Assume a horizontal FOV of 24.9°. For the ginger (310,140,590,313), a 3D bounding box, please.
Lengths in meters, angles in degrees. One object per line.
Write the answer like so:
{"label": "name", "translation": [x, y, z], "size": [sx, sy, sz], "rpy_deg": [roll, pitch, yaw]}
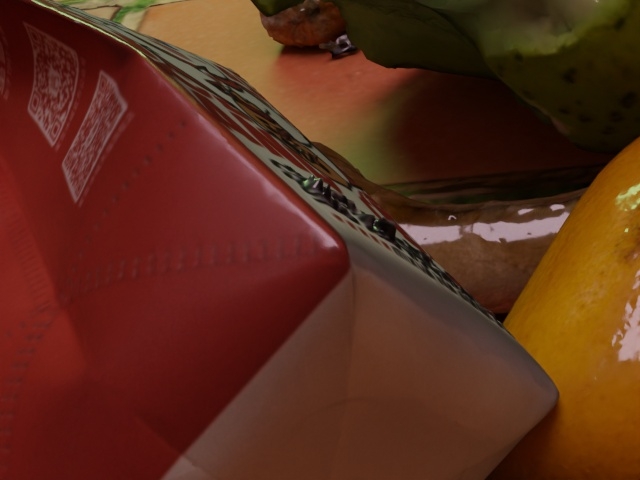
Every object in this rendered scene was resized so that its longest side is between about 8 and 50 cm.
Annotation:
{"label": "ginger", "translation": [0.000, 0.000, 0.653], "size": [0.334, 0.081, 0.148], "rpy_deg": [2, 34, 13]}

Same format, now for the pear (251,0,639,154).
{"label": "pear", "translation": [0.131, -0.134, 0.721], "size": [0.282, 0.176, 0.286], "rpy_deg": [29, 14, 30]}

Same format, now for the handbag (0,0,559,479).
{"label": "handbag", "translation": [-0.079, -0.009, 0.501], "size": [0.151, 0.171, 0.298], "rpy_deg": [-47, 55, 7]}

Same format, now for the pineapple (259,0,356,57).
{"label": "pineapple", "translation": [0.010, -0.230, 0.957], "size": [0.115, 0.236, 0.186], "rpy_deg": [6, -3, 21]}

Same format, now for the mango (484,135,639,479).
{"label": "mango", "translation": [0.146, 0.027, 0.531], "size": [0.219, 0.112, 0.145], "rpy_deg": [-38, 49, -17]}
